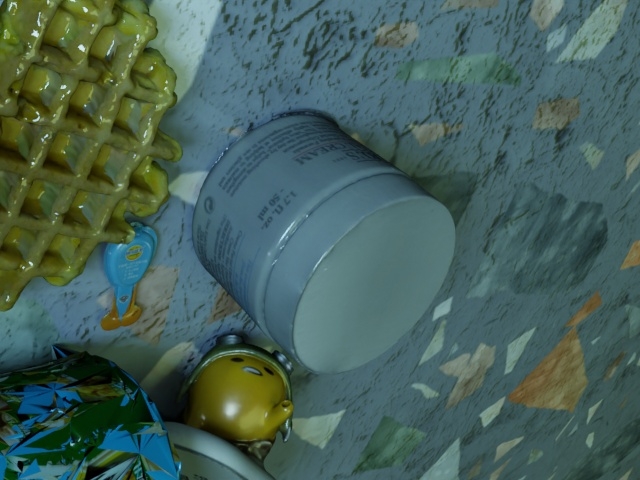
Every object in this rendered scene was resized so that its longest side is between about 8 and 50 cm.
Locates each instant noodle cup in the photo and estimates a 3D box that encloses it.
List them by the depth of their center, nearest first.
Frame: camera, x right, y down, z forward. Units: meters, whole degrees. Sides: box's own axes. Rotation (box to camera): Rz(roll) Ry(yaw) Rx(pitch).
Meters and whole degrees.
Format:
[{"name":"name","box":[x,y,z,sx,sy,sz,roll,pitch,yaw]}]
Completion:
[{"name":"instant noodle cup","box":[-0.225,0.196,0.705,0.178,0.240,0.240,-17,134,-44]}]

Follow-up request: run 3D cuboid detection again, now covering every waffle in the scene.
[{"name":"waffle","box":[-0.210,-0.056,0.615,0.253,0.056,0.249,-21,136,-29]}]

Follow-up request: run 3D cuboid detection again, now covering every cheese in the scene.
[{"name":"cheese","box":[-0.160,0.031,0.773,0.047,0.017,0.111,-10,130,-35]}]

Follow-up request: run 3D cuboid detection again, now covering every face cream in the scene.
[{"name":"face cream","box":[0.000,0.000,0.791,0.177,0.153,0.177,-28,140,-26]}]

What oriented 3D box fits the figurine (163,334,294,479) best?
[{"name":"figurine","box":[-0.098,0.182,0.924,0.250,0.167,0.141,113,-4,-62]}]
